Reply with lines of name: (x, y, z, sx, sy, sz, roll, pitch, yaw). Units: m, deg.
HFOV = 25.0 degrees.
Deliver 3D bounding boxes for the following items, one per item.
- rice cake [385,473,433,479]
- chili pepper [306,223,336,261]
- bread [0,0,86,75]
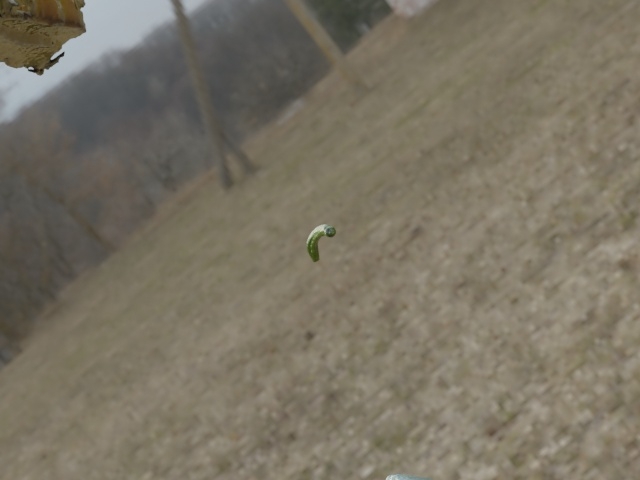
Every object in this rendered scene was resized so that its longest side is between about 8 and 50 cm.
rice cake: (0.043, 0.222, 0.848, 0.029, 0.033, 0.170, 153, 128, -64)
chili pepper: (-0.001, 0.000, 1.689, 0.017, 0.030, 0.083, -14, -14, -23)
bread: (-0.373, -0.309, 1.556, 0.111, 0.246, 0.239, -28, -5, 18)
